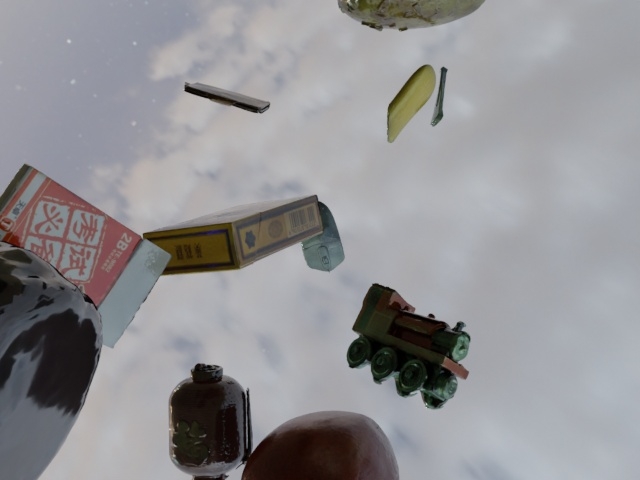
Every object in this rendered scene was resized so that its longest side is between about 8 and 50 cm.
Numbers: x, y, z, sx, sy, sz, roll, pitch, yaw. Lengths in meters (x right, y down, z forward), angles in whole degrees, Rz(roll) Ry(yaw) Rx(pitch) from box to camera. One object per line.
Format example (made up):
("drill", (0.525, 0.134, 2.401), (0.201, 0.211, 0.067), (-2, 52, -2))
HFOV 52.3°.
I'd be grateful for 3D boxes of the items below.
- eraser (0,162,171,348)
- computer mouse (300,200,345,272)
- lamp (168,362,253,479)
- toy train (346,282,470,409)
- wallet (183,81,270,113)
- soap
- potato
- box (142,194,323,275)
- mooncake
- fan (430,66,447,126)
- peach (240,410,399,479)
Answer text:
("eraser", (-0.331, 0.027, 0.864), (0.038, 0.230, 0.157), (17, -107, 52))
("computer mouse", (0.000, 0.001, 1.812), (0.113, 0.228, 0.068), (-13, -157, 5))
("lamp", (-0.233, 0.386, 1.385), (0.180, 0.180, 0.257), (1, -89, 41))
("toy train", (0.107, 0.127, 0.791), (0.176, 0.074, 0.118), (11, -108, 53))
("wallet", (-0.203, -0.308, 1.408), (0.095, 0.176, 0.026), (-64, 171, -70))
("soap", (0.172, -0.273, 1.287), (0.033, 0.089, 0.168), (36, -99, 36))
("potato", (0.177, -0.474, 1.232), (0.298, 0.176, 0.141), (1, -88, 3))
("box", (-0.149, -0.013, 1.193), (0.193, 0.301, 0.083), (-7, -81, 29))
("mooncake", (-0.394, 0.179, 0.619), (0.212, 0.350, 0.381), (27, -125, 15))
("fan", (0.257, -0.315, 1.408), (0.038, 0.016, 0.193), (-47, -159, 46))
("peach", (0.011, 0.469, 1.253), (0.308, 0.307, 0.332), (7, -157, 44))
